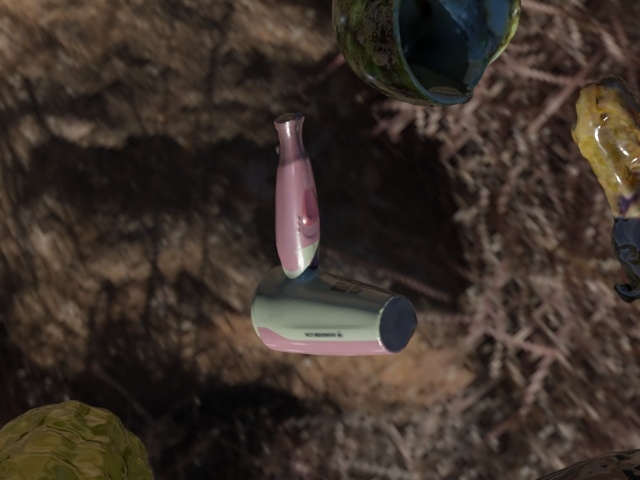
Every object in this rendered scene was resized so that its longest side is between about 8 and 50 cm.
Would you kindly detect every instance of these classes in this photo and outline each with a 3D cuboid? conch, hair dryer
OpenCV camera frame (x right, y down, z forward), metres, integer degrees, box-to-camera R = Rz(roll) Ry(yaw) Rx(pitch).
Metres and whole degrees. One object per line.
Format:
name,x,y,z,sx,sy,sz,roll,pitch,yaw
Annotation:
conch,0.092,-0.187,1.668,0.181,0.187,0.124,10,158,-36
hair dryer,-0.005,-0.003,1.174,0.054,0.106,0.154,-31,111,-41

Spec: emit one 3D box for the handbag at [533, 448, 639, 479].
handbag,0.079,0.265,0.834,0.275,0.178,0.302,-23,126,3

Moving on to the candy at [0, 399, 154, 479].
candy,-0.083,0.117,0.473,0.094,0.199,0.106,34,128,-13

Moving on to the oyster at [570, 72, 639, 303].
oyster,0.226,0.058,0.790,0.345,0.129,0.078,48,65,-5
